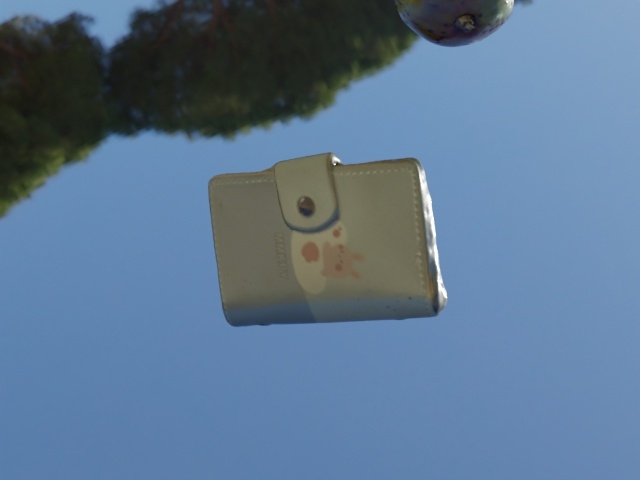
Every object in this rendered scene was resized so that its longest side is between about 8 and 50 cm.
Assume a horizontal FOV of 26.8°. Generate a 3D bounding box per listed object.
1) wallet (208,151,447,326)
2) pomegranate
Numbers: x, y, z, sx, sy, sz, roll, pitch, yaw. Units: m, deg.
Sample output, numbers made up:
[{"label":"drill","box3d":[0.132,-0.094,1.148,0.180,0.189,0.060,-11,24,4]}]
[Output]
[{"label":"wallet","box3d":[0.000,0.000,1.958,0.360,0.252,0.083,-5,-171,26]},{"label":"pomegranate","box3d":[0.161,-0.335,1.695,0.159,0.159,0.205,-25,-127,-1]}]
